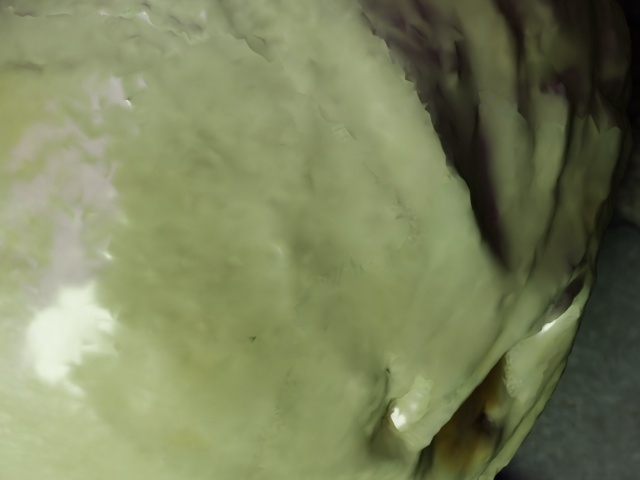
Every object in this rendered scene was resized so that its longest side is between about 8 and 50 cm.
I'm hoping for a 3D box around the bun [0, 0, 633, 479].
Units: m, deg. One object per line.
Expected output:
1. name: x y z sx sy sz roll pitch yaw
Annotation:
1. bun: 0.003 0.004 0.724 0.202 0.364 0.364 34 116 25
